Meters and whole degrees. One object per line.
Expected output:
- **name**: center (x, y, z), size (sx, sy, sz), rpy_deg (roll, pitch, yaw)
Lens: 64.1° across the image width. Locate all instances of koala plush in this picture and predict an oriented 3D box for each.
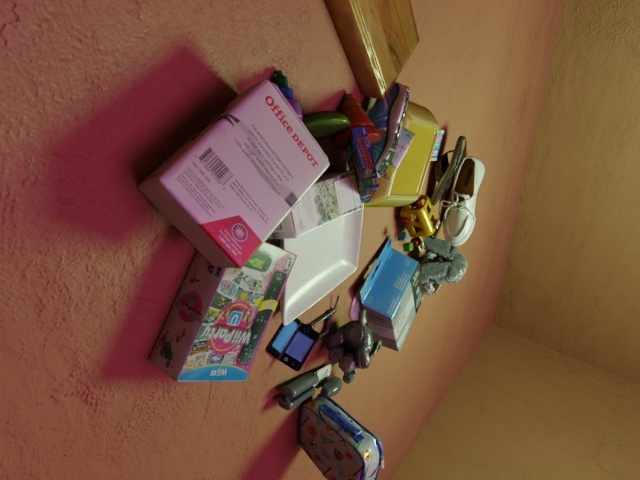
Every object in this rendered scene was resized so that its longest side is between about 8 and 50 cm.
- **koala plush**: center (0.442, 0.113, 1.999), size (0.221, 0.203, 0.196), rpy_deg (113, -11, -64)

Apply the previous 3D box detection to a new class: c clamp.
- **c clamp**: center (-0.002, 0.251, 1.524), size (0.161, 0.022, 0.137), rpy_deg (-34, 141, -46)

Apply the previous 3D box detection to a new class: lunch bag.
- **lunch bag**: center (0.062, 0.635, 1.594), size (0.115, 0.303, 0.243), rpy_deg (-22, 128, -41)

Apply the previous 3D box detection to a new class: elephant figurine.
- **elephant figurine**: center (0.111, 0.354, 1.668), size (0.186, 0.169, 0.239), rpy_deg (-24, 157, 8)

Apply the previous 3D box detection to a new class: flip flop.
- **flip flop**: center (0.450, -0.256, 1.867), size (0.112, 0.080, 0.277), rpy_deg (-33, 151, -51)

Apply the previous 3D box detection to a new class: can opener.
- **can opener**: center (-0.017, 0.447, 1.548), size (0.283, 0.095, 0.076), rpy_deg (-5, 113, -64)

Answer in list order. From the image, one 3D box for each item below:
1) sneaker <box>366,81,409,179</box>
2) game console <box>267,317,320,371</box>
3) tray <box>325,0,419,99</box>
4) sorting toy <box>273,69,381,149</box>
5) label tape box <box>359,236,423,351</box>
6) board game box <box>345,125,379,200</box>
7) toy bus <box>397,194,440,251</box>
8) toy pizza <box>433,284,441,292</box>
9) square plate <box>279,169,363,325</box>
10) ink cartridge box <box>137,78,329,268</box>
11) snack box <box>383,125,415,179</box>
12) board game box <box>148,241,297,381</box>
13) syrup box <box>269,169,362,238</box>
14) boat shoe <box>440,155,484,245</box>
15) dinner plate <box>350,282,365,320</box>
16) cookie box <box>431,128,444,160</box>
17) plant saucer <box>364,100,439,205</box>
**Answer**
- **sneaker**: center (0.150, -0.276, 1.327), size (0.107, 0.110, 0.275), rpy_deg (23, 82, -79)
- **game console**: center (-0.070, 0.275, 1.381), size (0.122, 0.107, 0.071), rpy_deg (-57, 177, -17)
- **tray**: center (0.115, -0.533, 1.142), size (0.202, 0.076, 0.411), rpy_deg (-59, 150, -14)
- **sorting toy**: center (0.009, -0.294, 1.134), size (0.366, 0.127, 0.126), rpy_deg (1, 79, -55)
- **label tape box**: center (0.257, 0.192, 1.786), size (0.249, 0.115, 0.347), rpy_deg (-58, 151, -29)
- **board game box**: center (0.095, -0.169, 1.193), size (0.201, 0.035, 0.136), rpy_deg (100, -22, -85)
- **toy bus**: center (0.353, -0.058, 1.752), size (0.202, 0.104, 0.190), rpy_deg (3, 85, -54)
- **toy pizza**: center (0.487, 0.123, 2.148), size (0.201, 0.032, 0.201), rpy_deg (-164, -90, -90)
- **square plate**: center (0.000, 0.000, 1.331), size (0.344, 0.049, 0.347), rpy_deg (-34, 136, -45)
- **ink cartridge box**: center (-0.140, -0.115, 0.895), size (0.273, 0.114, 0.197), rpy_deg (-51, 117, -26)
- **snack box**: center (0.179, -0.250, 1.389), size (0.141, 0.100, 0.037), rpy_deg (-61, -168, 4)
- **board game box**: center (-0.191, 0.134, 1.067), size (0.224, 0.098, 0.303), rpy_deg (26, 87, -59)
- **syrup box**: center (-0.018, -0.081, 1.114), size (0.237, 0.096, 0.093), rpy_deg (-25, 107, -45)
- **boat shoe**: center (0.562, -0.161, 2.041), size (0.156, 0.136, 0.367), rpy_deg (8, 99, -59)
- **dinner plate**: center (0.145, 0.209, 1.734), size (0.141, 0.017, 0.141), rpy_deg (-38, 138, -43)
- **cookie box**: center (0.370, -0.324, 1.719), size (0.092, 0.040, 0.107), rpy_deg (-15, 122, -55)
- **plant saucer**: center (0.252, -0.248, 1.542), size (0.333, 0.081, 0.332), rpy_deg (-6, 114, -56)
